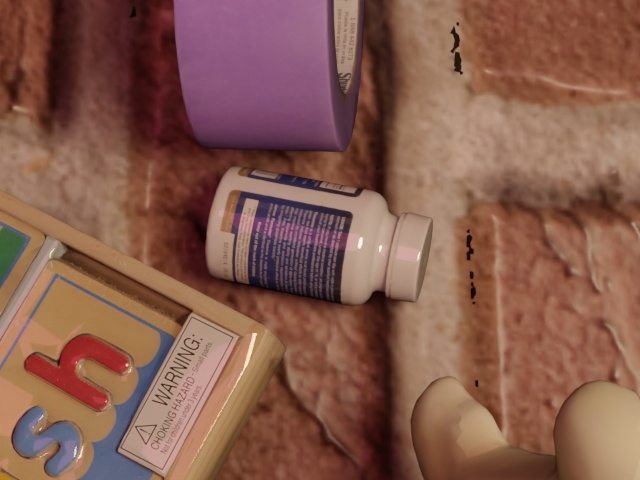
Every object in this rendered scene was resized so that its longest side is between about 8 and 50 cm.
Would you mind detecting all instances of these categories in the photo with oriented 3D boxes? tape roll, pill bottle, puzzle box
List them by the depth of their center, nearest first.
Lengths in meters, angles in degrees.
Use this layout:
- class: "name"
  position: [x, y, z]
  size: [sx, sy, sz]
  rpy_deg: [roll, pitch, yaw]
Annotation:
- class: "puzzle box"
  position: [-0.233, 0.166, 0.881]
  size: [0.272, 0.052, 0.409]
  rpy_deg: [25, 79, 18]
- class: "tape roll"
  position: [-0.023, -0.143, 0.925]
  size: [0.080, 0.189, 0.189]
  rpy_deg: [3, 79, 7]
- class: "pill bottle"
  position: [0.000, 0.000, 0.954]
  size: [0.120, 0.067, 0.067]
  rpy_deg: [11, 80, 9]

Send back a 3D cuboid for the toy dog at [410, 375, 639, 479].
- class: "toy dog"
  position: [-0.037, 0.276, 0.731]
  size: [0.408, 0.284, 0.395]
  rpy_deg: [-21, 100, -14]
